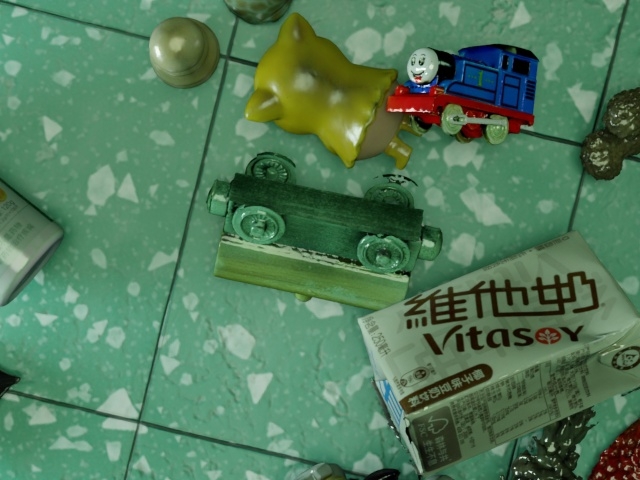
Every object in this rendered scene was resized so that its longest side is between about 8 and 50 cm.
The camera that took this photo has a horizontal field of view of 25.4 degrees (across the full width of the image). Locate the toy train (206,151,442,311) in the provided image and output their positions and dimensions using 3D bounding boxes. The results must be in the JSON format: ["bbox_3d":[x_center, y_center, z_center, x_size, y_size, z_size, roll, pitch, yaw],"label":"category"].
[{"bbox_3d":[0.001,-0.005,1.845,0.308,0.189,0.126,12,52,-2],"label":"toy train"}]

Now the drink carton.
[{"bbox_3d":[0.226,0.139,1.794,0.325,0.194,0.132,-22,132,-6],"label":"drink carton"}]

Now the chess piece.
[{"bbox_3d":[-0.178,-0.247,1.804,0.094,0.170,0.094,0,90,-1],"label":"chess piece"}]

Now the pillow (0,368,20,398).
[{"bbox_3d":[-0.473,0.214,1.868,0.090,0.048,0.150,36,86,-11],"label":"pillow"}]

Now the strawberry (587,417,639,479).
[{"bbox_3d":[0.443,0.305,1.887,0.188,0.082,0.121,-41,95,-3],"label":"strawberry"}]

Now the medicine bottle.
[{"bbox_3d":[-0.472,-0.047,1.819,0.274,0.133,0.133,39,90,-2],"label":"medicine bottle"}]

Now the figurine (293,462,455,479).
[{"bbox_3d":[0.056,0.372,1.822,0.236,0.133,0.176,-4,91,28],"label":"figurine"}]

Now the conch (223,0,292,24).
[{"bbox_3d":[-0.075,-0.364,1.840,0.116,0.106,0.173,29,105,16],"label":"conch"}]

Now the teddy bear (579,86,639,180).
[{"bbox_3d":[0.474,-0.154,1.856,0.251,0.182,0.129,8,55,-1],"label":"teddy bear"}]

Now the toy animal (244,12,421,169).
[{"bbox_3d":[0.024,-0.177,1.829,0.230,0.156,0.156,25,91,-6],"label":"toy animal"}]

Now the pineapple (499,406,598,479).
[{"bbox_3d":[0.269,0.362,1.837,0.175,0.175,0.361,24,92,-2],"label":"pineapple"}]

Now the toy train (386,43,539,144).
[{"bbox_3d":[0.185,-0.192,1.810,0.204,0.083,0.131,6,91,-44],"label":"toy train"}]
